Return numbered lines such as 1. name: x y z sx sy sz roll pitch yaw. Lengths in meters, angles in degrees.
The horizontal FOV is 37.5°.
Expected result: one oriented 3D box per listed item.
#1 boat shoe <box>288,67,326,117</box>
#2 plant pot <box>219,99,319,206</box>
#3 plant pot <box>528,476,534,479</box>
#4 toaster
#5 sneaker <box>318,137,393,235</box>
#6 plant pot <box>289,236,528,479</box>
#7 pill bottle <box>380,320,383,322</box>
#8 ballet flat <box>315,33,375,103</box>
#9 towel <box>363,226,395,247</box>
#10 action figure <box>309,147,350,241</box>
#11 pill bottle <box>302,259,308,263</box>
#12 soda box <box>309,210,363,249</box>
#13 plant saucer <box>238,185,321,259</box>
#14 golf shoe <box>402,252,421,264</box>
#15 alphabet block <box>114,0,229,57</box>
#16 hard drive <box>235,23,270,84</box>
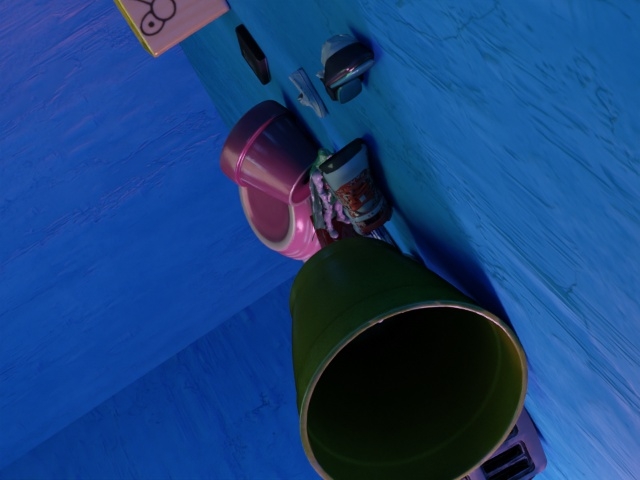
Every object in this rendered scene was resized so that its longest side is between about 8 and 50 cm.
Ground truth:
1. boat shoe: -0.025 -0.262 1.709 0.100 0.035 0.035 59 174 -21
2. plant pot: -0.091 -0.177 2.068 0.180 0.201 0.201 39 169 18
3. plant pot: 0.344 0.458 1.946 0.167 0.188 0.187 41 167 28
4. toaster: 0.314 0.371 1.741 0.168 0.185 0.110 65 171 -8
5. sneaker: 0.070 -0.087 1.620 0.145 0.090 0.270 56 178 1
6. plant pot: 0.100 0.174 1.572 0.367 0.366 0.353 60 180 -31
7. pill bottle: 0.126 0.134 2.125 0.221 0.124 0.124 42 -176 -37
8. ballet flat: 0.026 -0.233 1.254 0.074 0.074 0.203 56 177 1
9. towel: 0.171 0.078 1.976 0.285 0.034 0.209 57 177 13
10. action figure: 0.019 -0.105 1.934 0.063 0.137 0.232 27 151 28
11. pill bottle: 0.000 0.000 2.473 0.246 0.136 0.136 60 174 -22
12. soda box: 0.064 0.049 2.196 0.083 0.092 0.263 44 156 63
13. plant saucer: -0.104 -0.104 2.327 0.332 0.084 0.332 35 135 44
14. golf shoe: 0.197 0.098 1.796 0.086 0.069 0.176 -84 -31 -71
15. alphabet block: -0.339 -0.535 2.043 0.192 0.197 0.193 59 174 -21
16. hard drive: -0.146 -0.401 2.042 0.094 0.022 0.135 56 175 11
